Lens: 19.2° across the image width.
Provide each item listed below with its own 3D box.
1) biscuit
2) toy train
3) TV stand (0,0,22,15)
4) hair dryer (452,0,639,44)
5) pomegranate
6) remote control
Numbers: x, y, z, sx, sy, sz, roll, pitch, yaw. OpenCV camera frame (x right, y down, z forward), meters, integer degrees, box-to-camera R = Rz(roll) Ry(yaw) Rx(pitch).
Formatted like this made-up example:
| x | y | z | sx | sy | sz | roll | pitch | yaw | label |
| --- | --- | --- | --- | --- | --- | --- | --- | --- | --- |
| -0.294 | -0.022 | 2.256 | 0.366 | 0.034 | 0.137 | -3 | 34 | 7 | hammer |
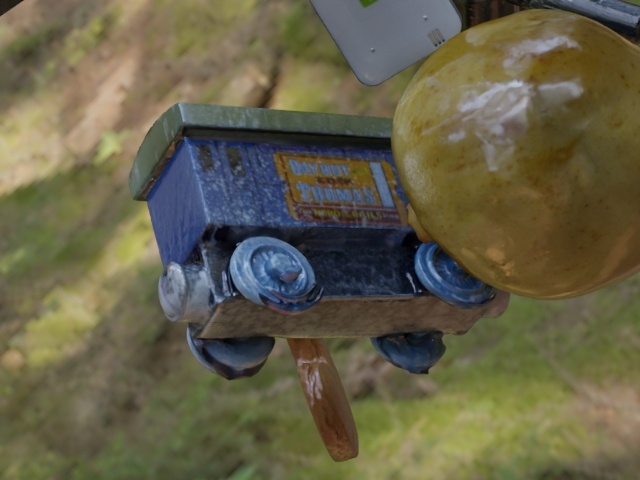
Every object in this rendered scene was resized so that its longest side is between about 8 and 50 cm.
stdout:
| x | y | z | sx | sy | sz | roll | pitch | yaw | label |
| --- | --- | --- | --- | --- | --- | --- | --- | --- | --- |
| -0.006 | 0.121 | 1.830 | 0.036 | 0.192 | 0.186 | -22 | -18 | 1 | biscuit |
| 0.000 | 0.000 | 1.509 | 0.299 | 0.202 | 0.131 | 2 | -36 | -30 | toy train |
| -0.245 | -0.218 | 1.518 | 0.256 | 0.049 | 0.040 | -53 | -30 | -60 | TV stand |
| 0.195 | -0.210 | 1.580 | 0.071 | 0.219 | 0.124 | -49 | -29 | -33 | hair dryer |
| 0.168 | -0.069 | 1.422 | 0.233 | 0.233 | 0.233 | -44 | 6 | 6 | pomegranate |
| 0.015 | -0.252 | 1.540 | 0.103 | 0.250 | 0.034 | -31 | 10 | 11 | remote control |
